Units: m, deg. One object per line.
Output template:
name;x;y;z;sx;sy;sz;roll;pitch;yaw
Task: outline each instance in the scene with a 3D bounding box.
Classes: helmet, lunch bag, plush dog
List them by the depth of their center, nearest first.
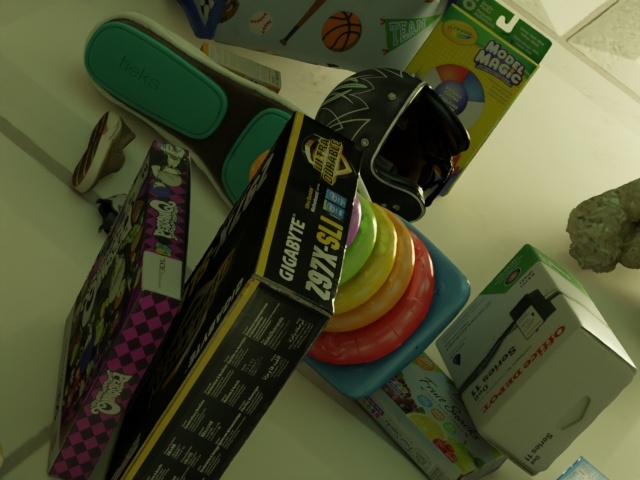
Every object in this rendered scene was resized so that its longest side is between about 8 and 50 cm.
helmet;0.069;-0.112;2.181;0.161;0.169;0.169;45;28;-20
plush dog;0.459;0.021;2.346;0.262;0.211;0.225;-8;74;-46
lunch bag;-0.029;-0.382;2.414;0.328;0.239;0.385;13;22;-26

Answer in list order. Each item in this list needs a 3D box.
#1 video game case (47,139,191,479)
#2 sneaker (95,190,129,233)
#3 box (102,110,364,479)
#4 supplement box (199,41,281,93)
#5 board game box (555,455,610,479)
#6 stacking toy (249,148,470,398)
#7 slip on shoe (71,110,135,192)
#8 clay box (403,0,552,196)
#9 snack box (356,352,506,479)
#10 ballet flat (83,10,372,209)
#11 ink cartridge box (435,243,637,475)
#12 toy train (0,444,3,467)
video game case;-0.175;0.062;1.700;0.042;0.232;0.210;19;36;-16
sneaker;-0.192;-0.011;1.963;0.069;0.038;0.098;-8;41;-43
box;-0.079;0.081;1.670;0.079;0.322;0.257;28;34;-9
supplement box;-0.101;-0.177;2.228;0.098;0.062;0.036;20;34;-18
board game box;0.310;0.309;1.923;0.211;0.039;0.160;40;18;13
stacking toy;0.000;0.000;1.856;0.166;0.175;0.302;43;-5;37
slip on shoe;-0.223;-0.086;2.026;0.041;0.051;0.135;37;25;-15
clay box;0.160;-0.177;2.299;0.127;0.222;0.053;36;11;5
snack box;0.115;0.182;1.960;0.141;0.037;0.100;46;34;20
ballet flat;-0.081;-0.114;2.121;0.400;0.139;0.139;39;33;11
ink cartridge box;0.213;0.117;1.962;0.087;0.153;0.208;38;11;-22
toy train;-0.311;0.154;1.599;0.125;0.046;0.166;17;53;-38
